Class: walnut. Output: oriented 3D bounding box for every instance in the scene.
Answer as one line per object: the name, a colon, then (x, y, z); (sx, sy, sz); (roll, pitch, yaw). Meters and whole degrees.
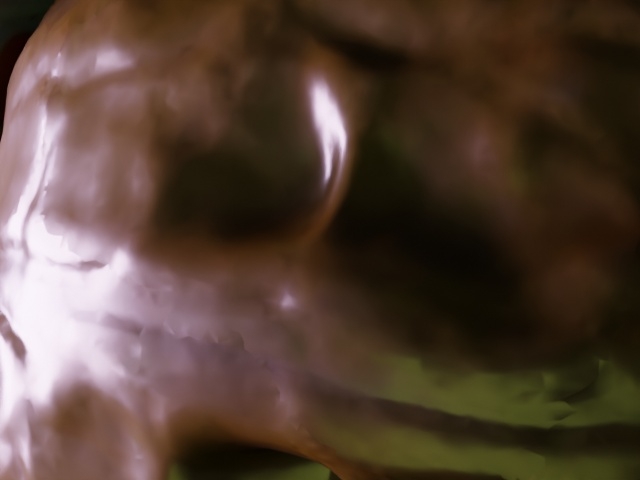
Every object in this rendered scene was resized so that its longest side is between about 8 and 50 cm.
walnut: (0.069, 0.026, 0.556); (0.397, 0.308, 0.354); (4, 105, 25)

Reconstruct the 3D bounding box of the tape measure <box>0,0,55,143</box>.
tape measure: (-0.130, -0.100, 0.675); (0.130, 0.258, 0.265); (21, 131, 22)
